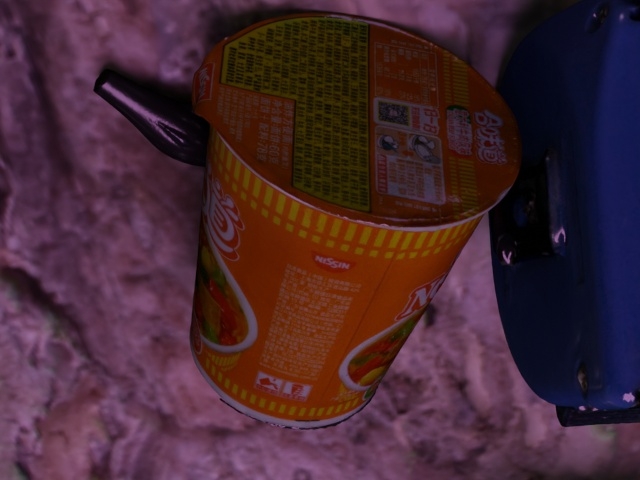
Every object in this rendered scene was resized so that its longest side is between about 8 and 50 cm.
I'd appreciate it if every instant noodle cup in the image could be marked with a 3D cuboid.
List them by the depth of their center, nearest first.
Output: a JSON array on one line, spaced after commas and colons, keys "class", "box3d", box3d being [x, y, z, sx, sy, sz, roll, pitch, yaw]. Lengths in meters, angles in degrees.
[{"class": "instant noodle cup", "box3d": [0.000, 0.000, 0.833, 0.168, 0.168, 0.185, 6, 133, -13]}]

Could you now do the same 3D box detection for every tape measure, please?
[{"class": "tape measure", "box3d": [0.147, -0.081, 0.802, 0.098, 0.215, 0.351, 0, 83, -9]}]

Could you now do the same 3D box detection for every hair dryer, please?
[{"class": "hair dryer", "box3d": [-0.069, -0.086, 0.832, 0.079, 0.031, 0.083, 36, 101, -26]}]
